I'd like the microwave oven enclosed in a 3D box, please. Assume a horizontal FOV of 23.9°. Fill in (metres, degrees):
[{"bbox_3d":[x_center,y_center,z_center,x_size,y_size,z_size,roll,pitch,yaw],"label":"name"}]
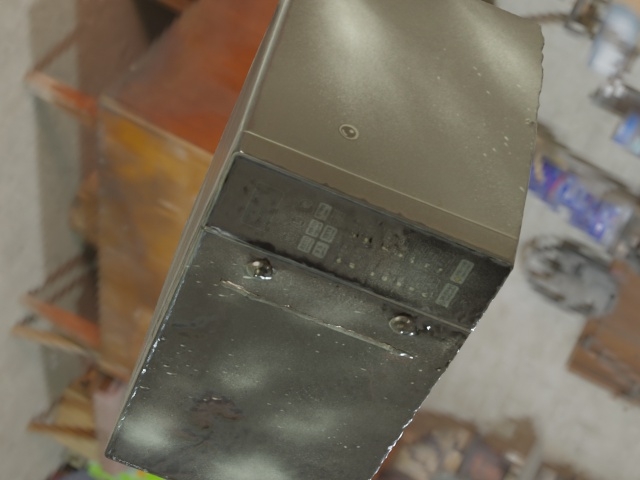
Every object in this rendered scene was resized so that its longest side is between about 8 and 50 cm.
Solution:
[{"bbox_3d":[0.000,0.000,1.384,0.432,0.236,0.374,118,-10,-45],"label":"microwave oven"}]
